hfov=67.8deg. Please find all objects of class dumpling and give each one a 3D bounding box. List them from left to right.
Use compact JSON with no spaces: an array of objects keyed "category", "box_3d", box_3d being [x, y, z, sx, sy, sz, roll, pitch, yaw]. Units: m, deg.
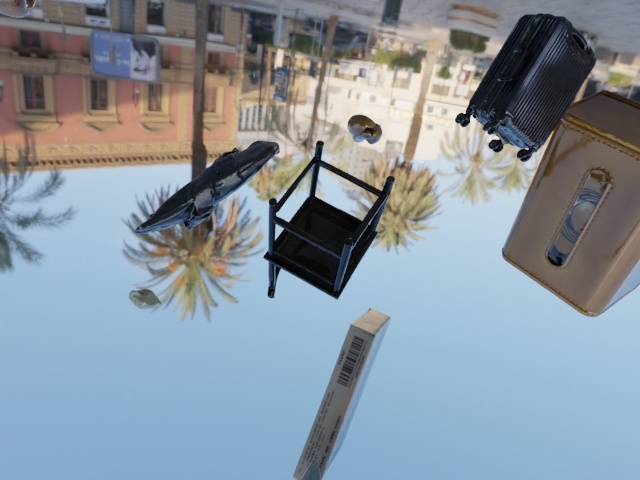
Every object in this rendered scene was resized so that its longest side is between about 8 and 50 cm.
[{"category":"dumpling","box_3d":[-0.454,0.152,1.230,0.057,0.052,0.076,-12,173,35]}]

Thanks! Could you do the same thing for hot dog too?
[{"category":"hot dog","box_3d":[0.105,-0.273,1.184,0.089,0.060,0.140,27,-170,-21]}]

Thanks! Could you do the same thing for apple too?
[{"category":"apple","box_3d":[-0.508,-0.410,0.774,0.071,0.084,0.084,12,-157,-8]}]

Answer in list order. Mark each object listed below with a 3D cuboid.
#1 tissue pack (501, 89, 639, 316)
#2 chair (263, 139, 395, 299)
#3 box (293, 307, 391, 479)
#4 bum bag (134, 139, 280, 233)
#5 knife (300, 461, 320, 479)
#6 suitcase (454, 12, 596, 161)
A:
[{"category":"tissue pack","box_3d":[0.423,-0.049,0.720,0.145,0.275,0.194,-26,-131,-30]},{"category":"chair","box_3d":[0.000,0.000,0.744,0.141,0.260,0.155,29,-120,11]},{"category":"box","box_3d":[0.054,0.337,1.057,0.069,0.353,0.214,23,-173,15]},{"category":"bum bag","box_3d":[-0.168,-0.077,0.726,0.248,0.060,0.123,-39,-163,-3]},{"category":"knife","box_3d":[-0.044,0.361,0.578,0.063,0.035,0.260,47,-156,12]},{"category":"suitcase","box_3d":[0.205,-0.152,0.473,0.086,0.126,0.059,23,-168,-35]}]
